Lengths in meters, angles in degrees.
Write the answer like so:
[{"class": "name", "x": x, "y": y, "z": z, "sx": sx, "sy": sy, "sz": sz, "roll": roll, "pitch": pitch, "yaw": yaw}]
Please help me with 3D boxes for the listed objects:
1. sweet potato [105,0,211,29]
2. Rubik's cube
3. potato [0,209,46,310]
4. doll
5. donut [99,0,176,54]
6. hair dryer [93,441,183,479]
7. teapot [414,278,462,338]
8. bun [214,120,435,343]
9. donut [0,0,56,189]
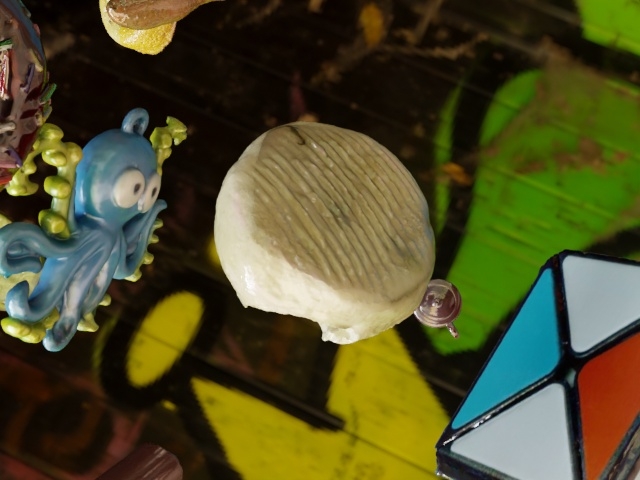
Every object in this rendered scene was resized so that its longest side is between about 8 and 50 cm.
[{"class": "sweet potato", "x": -0.128, "y": -0.261, "z": 1.457, "sx": 0.214, "sy": 0.050, "sz": 0.050, "roll": -18, "pitch": -38, "yaw": -24}, {"class": "Rubik's cube", "x": 0.297, "y": 0.177, "z": 1.224, "sx": 0.250, "sy": 0.248, "sz": 0.246, "roll": -58, "pitch": 25, "yaw": -11}, {"class": "potato", "x": -0.492, "y": 0.004, "z": 1.927, "sx": 0.141, "sy": 0.298, "sz": 0.176, "roll": -64, "pitch": -26, "yaw": -10}, {"class": "doll", "x": -0.291, "y": -0.016, "z": 1.799, "sx": 0.346, "sy": 0.099, "sz": 0.341, "roll": 13, "pitch": -87, "yaw": -64}, {"class": "donut", "x": -0.273, "y": -0.368, "z": 2.064, "sx": 0.065, "sy": 0.162, "sz": 0.178, "roll": -4, "pitch": -72, "yaw": -41}, {"class": "hair dryer", "x": -0.236, "y": 0.415, "z": 1.422, "sx": 0.312, "sy": 0.123, "sz": 0.340, "roll": -34, "pitch": -61, "yaw": -36}, {"class": "teapot", "x": 0.156, "y": 0.086, "z": 1.826, "sx": 0.068, "sy": 0.100, "sz": 0.045, "roll": -31, "pitch": -7, "yaw": 1}, {"class": "bun", "x": 0.000, "y": 0.000, "z": 1.246, "sx": 0.237, "sy": 0.210, "sz": 0.116, "roll": -37, "pitch": -12, "yaw": -44}, {"class": "donut", "x": -0.313, "y": -0.116, "z": 1.044, "sx": 0.089, "sy": 0.235, "sz": 0.235, "roll": 18, "pitch": 81, "yaw": 61}]
